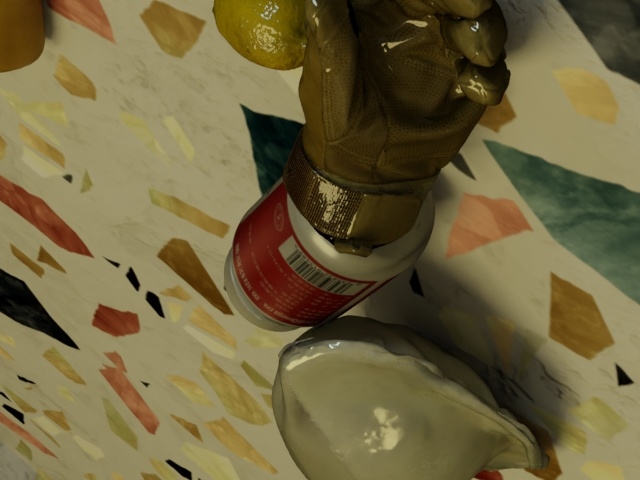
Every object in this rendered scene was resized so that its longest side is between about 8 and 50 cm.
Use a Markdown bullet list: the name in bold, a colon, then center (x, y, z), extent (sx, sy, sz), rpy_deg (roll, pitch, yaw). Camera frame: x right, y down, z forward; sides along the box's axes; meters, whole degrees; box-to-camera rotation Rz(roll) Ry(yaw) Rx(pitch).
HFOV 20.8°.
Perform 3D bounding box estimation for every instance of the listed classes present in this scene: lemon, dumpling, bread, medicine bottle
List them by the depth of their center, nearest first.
- **lemon**: center (-0.035, -0.175, 1.368), extent (0.110, 0.082, 0.082), rpy_deg (30, 153, 33)
- **medicine bottle**: center (0.000, 0.000, 1.540), extent (0.131, 0.131, 0.250), rpy_deg (42, 154, -4)
- **dumpling**: center (0.088, 0.168, 1.657), extent (0.260, 0.181, 0.341), rpy_deg (9, 137, 13)
- **bread**: center (-0.331, -0.232, 1.659), extent (0.134, 0.085, 0.173), rpy_deg (33, 153, 15)

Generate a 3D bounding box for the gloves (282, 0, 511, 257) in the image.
- **gloves**: center (0.057, -0.124, 1.259), extent (0.154, 0.141, 0.331), rpy_deg (25, 143, 4)
